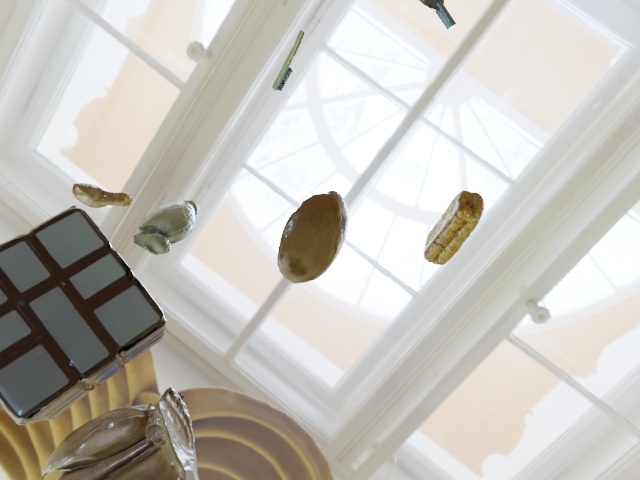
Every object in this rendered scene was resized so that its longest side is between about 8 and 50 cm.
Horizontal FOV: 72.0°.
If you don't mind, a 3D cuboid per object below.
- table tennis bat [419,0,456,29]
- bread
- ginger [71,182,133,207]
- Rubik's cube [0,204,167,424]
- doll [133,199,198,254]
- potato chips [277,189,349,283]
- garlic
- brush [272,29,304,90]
[{"bbox_3d":[0.200,-0.458,0.810,0.100,0.019,0.155,-40,-82,-39],"label":"table tennis bat"},{"bbox_3d":[0.347,-0.030,1.148,0.084,0.210,0.113,26,-134,4],"label":"bread"},{"bbox_3d":[-0.649,-0.125,1.311,0.166,0.067,0.096,14,159,-27],"label":"ginger"},{"bbox_3d":[-0.500,0.151,0.858,0.293,0.283,0.288,49,153,3],"label":"Rubik's cube"},{"bbox_3d":[-0.290,-0.032,0.836,0.214,0.104,0.071,-94,-7,-65],"label":"doll"},{"bbox_3d":[0.000,0.001,0.908,0.062,0.208,0.195,33,170,38],"label":"potato chips"},{"bbox_3d":[-0.309,0.395,0.703,0.237,0.292,0.210,47,177,-20],"label":"garlic"},{"bbox_3d":[-0.084,-0.499,1.237,0.030,0.178,0.033,18,-149,-28],"label":"brush"}]
